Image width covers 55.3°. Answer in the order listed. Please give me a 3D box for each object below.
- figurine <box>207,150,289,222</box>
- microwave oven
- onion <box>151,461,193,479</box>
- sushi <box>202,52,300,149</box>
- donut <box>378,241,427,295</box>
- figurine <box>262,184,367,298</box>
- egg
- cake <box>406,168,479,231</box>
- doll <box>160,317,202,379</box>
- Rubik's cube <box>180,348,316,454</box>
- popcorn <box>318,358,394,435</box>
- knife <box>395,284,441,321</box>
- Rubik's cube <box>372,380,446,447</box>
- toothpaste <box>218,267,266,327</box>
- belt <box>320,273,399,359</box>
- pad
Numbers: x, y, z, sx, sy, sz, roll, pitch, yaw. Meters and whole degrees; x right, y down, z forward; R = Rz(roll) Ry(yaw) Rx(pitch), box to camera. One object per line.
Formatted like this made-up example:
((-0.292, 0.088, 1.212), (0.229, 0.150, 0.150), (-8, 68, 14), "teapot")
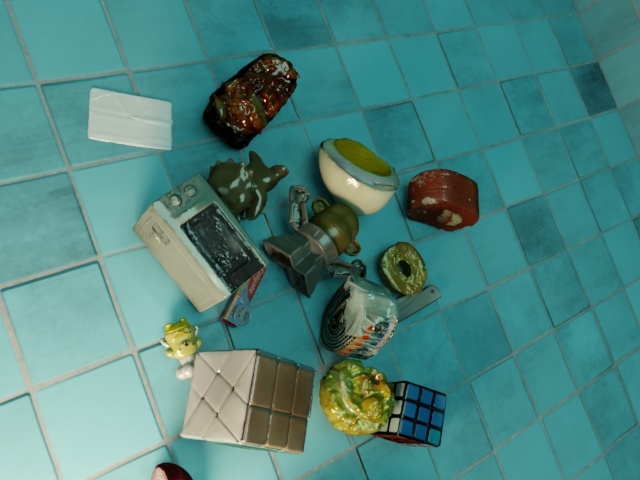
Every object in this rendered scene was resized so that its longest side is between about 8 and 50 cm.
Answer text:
((-0.232, -0.169, 1.732), (0.247, 0.177, 0.173), (-52, 123, -19), "figurine")
((-0.310, 0.006, 1.599), (0.181, 0.237, 0.295), (-41, 96, -32), "microwave oven")
((-0.338, 0.640, 1.466), (0.098, 0.151, 0.205), (3, 91, -44), "onion")
((-0.214, -0.423, 1.814), (0.196, 0.182, 0.343), (39, 58, -8), "sushi")
((0.264, 0.097, 2.011), (0.162, 0.065, 0.178), (-23, 89, -28), "donut")
((0.001, 0.001, 1.825), (0.285, 0.167, 0.342), (-44, 121, -24), "figurine")
((0.095, -0.193, 1.934), (0.286, 0.174, 0.264), (41, 30, 14), "egg")
((0.430, -0.138, 2.105), (0.283, 0.177, 0.150), (18, 68, -26), "cake")
((-0.353, 0.287, 1.599), (0.106, 0.062, 0.162), (-20, 88, -28), "doll")
((-0.177, 0.406, 1.539), (0.225, 0.231, 0.221), (30, 60, -46), "Rubik's cube")
((0.101, 0.451, 1.746), (0.221, 0.183, 0.204), (34, 65, -3), "popcorn")
((0.293, 0.210, 2.007), (0.266, 0.040, 0.073), (-21, 80, -33), "knife")
((0.262, 0.521, 1.828), (0.161, 0.163, 0.162), (24, 64, -22), "Rubik's cube")
((-0.211, 0.156, 1.729), (0.070, 0.044, 0.193), (35, 62, -19), "toothpaste")
((0.109, 0.228, 1.770), (0.150, 0.257, 0.207), (18, 41, -25), "belt")
((-0.527, -0.337, 1.710), (0.232, 0.004, 0.156), (5, 73, -29), "pad")
